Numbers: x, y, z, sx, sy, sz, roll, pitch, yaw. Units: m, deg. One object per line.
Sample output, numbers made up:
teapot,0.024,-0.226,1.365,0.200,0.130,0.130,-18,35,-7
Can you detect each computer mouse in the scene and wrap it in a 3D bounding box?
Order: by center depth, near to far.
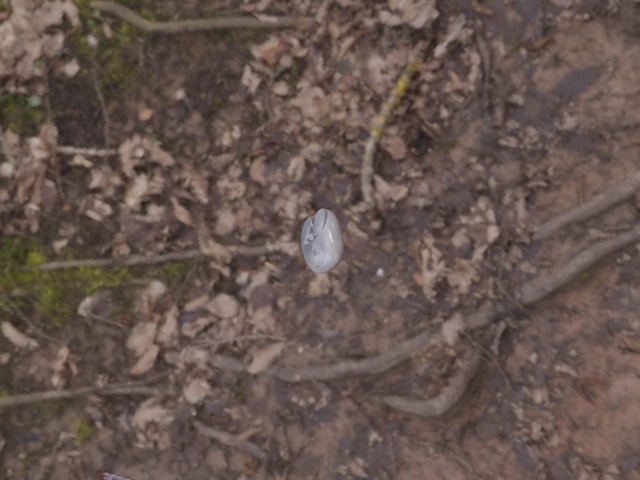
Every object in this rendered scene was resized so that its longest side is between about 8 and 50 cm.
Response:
computer mouse,-0.002,0.000,1.255,0.066,0.039,0.096,-32,59,36

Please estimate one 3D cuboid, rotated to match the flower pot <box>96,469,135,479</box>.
flower pot,-0.300,0.405,1.344,0.111,0.111,0.089,-4,61,46
